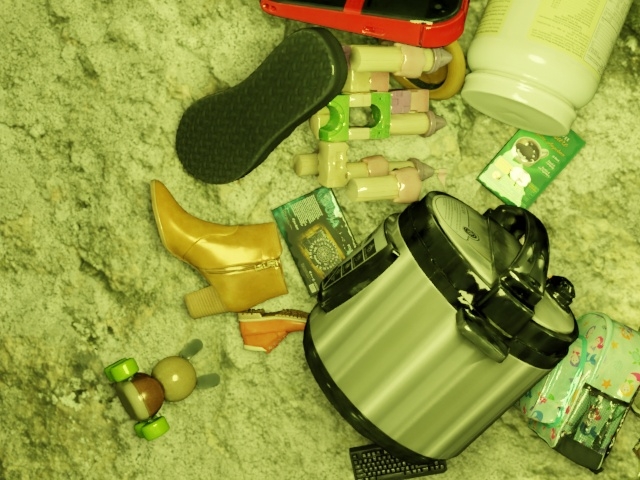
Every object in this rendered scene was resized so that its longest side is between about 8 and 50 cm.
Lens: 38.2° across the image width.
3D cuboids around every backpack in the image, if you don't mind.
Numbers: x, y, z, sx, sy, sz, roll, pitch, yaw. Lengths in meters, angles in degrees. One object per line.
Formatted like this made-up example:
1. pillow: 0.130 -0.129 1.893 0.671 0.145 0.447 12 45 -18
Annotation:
1. backpack: 0.465 0.249 1.643 0.191 0.225 0.253 32 91 -1

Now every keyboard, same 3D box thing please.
1. keyboard: 0.147 0.411 1.783 0.180 0.023 0.108 -11 91 6

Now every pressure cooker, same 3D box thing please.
1. pressure cooker: 0.223 0.121 1.562 0.420 0.375 0.370 -47 51 22

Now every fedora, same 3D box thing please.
1. fedora: 0.199 -0.354 1.698 0.194 0.194 0.079 41 57 3

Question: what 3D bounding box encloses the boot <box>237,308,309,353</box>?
1. boot: -0.080 0.175 1.783 0.158 0.059 0.085 -2 95 15

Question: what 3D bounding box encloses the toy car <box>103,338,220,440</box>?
1. toy car: -0.296 0.272 1.793 0.188 0.149 0.155 -28 93 -22

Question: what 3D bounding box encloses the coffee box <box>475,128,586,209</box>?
1. coffee box: 0.392 -0.149 1.723 0.113 0.040 0.184 40 96 4

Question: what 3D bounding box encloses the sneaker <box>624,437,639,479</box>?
1. sneaker: 0.618 0.380 1.709 0.071 0.066 0.188 13 93 6

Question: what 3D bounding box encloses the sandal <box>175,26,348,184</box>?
1. sandal: -0.100 -0.227 1.674 0.445 0.107 0.168 -26 84 41

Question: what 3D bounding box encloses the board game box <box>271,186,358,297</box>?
1. board game box: 0.000 0.000 1.778 0.126 0.026 0.186 -24 90 6

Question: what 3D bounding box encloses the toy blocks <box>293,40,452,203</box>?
1. toy blocks: 0.115 -0.232 1.688 0.260 0.309 0.289 -7 106 -26

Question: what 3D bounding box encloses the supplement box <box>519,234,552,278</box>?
1. supplement box: 0.393 0.031 1.720 0.036 0.062 0.098 -27 90 7

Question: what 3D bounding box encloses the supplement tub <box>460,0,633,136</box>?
1. supplement tub: 0.395 -0.368 1.602 0.235 0.235 0.325 22 89 5

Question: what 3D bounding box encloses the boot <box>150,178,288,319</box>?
1. boot: -0.188 -0.007 1.770 0.211 0.104 0.295 -20 95 1

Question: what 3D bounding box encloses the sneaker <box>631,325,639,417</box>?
1. sneaker: 0.602 0.233 1.690 0.064 0.086 0.192 10 94 20

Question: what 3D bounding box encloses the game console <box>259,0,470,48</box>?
1. game console: 0.104 -0.493 1.623 0.342 0.060 0.386 11 52 9
